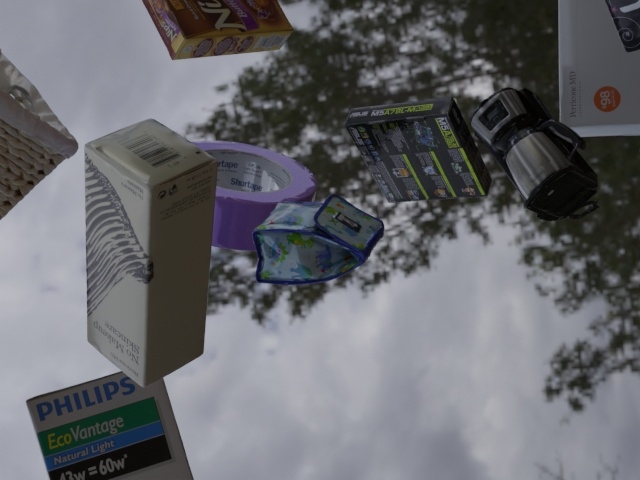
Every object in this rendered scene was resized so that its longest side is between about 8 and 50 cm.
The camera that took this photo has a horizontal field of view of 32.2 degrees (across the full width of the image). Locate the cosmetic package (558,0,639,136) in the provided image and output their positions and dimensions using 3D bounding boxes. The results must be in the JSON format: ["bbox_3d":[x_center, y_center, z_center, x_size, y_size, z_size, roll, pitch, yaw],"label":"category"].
[{"bbox_3d":[0.568,-0.377,1.965,0.097,0.284,0.377,23,-113,-70],"label":"cosmetic package"}]

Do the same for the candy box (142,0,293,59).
[{"bbox_3d":[-0.142,-0.314,1.544,0.186,0.053,0.109,-15,-112,-37],"label":"candy box"}]

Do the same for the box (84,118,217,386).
[{"bbox_3d":[-0.187,0.016,1.201,0.094,0.113,0.275,-29,-41,-40],"label":"box"}]

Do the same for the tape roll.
[{"bbox_3d":[-0.148,-0.081,1.911,0.275,0.274,0.090,-43,-32,-62],"label":"tape roll"}]

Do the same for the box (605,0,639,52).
[{"bbox_3d":[0.472,-0.420,1.570,0.163,0.142,0.247,-44,-68,-41],"label":"box"}]

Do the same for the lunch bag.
[{"bbox_3d":[0.000,0.000,1.451,0.129,0.151,0.096,-54,-36,-65],"label":"lunch bag"}]

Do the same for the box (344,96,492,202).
[{"bbox_3d":[0.158,-0.141,1.775,0.191,0.184,0.045,56,-139,-39],"label":"box"}]

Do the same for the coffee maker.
[{"bbox_3d":[0.316,-0.122,1.640,0.178,0.120,0.171,61,-177,30],"label":"coffee maker"}]

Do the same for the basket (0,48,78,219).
[{"bbox_3d":[-0.636,-0.213,1.781,0.328,0.266,0.331,46,-177,31],"label":"basket"}]

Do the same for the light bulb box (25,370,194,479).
[{"bbox_3d":[-0.344,0.417,1.907,0.358,0.225,0.361,141,112,-74],"label":"light bulb box"}]
